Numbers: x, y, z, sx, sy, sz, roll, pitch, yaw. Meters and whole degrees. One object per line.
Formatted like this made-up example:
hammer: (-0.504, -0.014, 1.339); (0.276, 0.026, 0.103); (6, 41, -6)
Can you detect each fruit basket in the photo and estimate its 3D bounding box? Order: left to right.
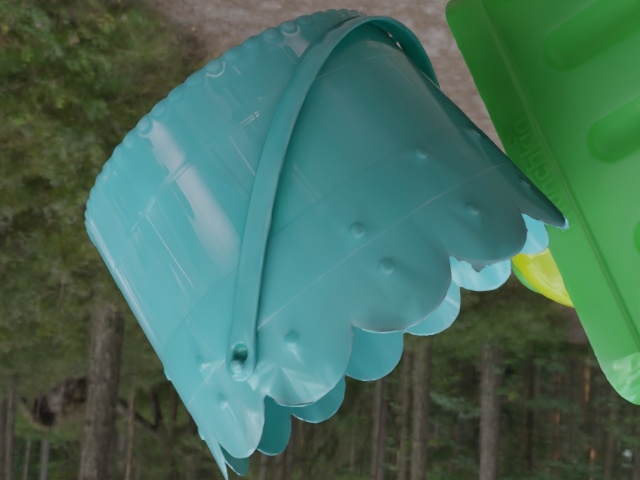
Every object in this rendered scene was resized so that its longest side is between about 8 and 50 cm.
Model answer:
fruit basket: (0.253, -0.044, 0.730); (0.283, 0.392, 0.392); (-6, -178, -38)

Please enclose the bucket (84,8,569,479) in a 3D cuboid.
bucket: (0.000, 0.000, 0.530); (0.281, 0.183, 0.281); (-36, 168, -9)
